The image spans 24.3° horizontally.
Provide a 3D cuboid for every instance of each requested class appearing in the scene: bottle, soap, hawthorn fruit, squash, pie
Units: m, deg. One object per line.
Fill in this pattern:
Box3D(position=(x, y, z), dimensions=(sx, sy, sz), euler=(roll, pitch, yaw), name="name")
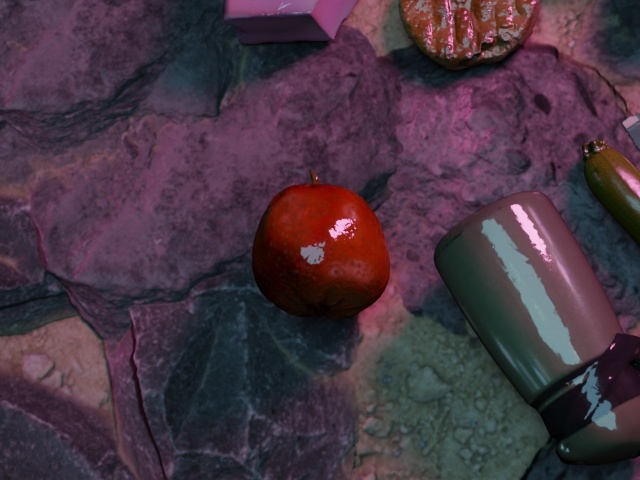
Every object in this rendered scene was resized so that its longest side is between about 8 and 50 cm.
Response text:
Box3D(position=(0.287, 0.117, 1.805), dimensions=(0.168, 0.168, 0.347), euler=(-31, 73, 4), name="bottle")
Box3D(position=(-0.023, -0.441, 2.076), dimensions=(0.193, 0.109, 0.324), euler=(0, 73, 14), name="soap")
Box3D(position=(0.000, 0.000, 1.910), dimensions=(0.179, 0.179, 0.200), euler=(-6, 64, 13), name="hawthorn fruit")
Box3D(position=(0.410, -0.031, 1.865), dimensions=(0.069, 0.069, 0.258), euler=(-42, 68, 0), name="squash")
Box3D(position=(0.203, -0.316, 2.013), dimensions=(0.195, 0.046, 0.195), euler=(-5, 71, 14), name="pie")

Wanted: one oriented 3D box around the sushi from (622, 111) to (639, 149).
Box3D(position=(0.515, -0.122, 1.872), dimensions=(0.192, 0.050, 0.215), euler=(-30, 69, 4), name="sushi")
